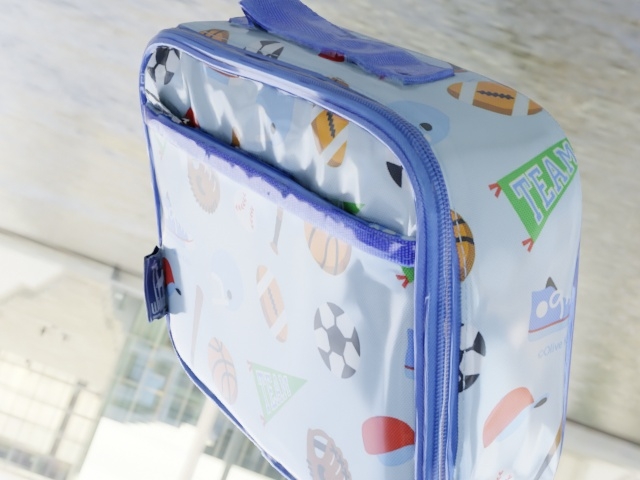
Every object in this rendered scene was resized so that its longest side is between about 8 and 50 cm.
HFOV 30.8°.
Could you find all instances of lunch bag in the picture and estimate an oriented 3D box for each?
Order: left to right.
[{"bbox_3d":[0.000,0.000,0.614,0.115,0.243,0.303,-17,-152,-29],"label":"lunch bag"}]
